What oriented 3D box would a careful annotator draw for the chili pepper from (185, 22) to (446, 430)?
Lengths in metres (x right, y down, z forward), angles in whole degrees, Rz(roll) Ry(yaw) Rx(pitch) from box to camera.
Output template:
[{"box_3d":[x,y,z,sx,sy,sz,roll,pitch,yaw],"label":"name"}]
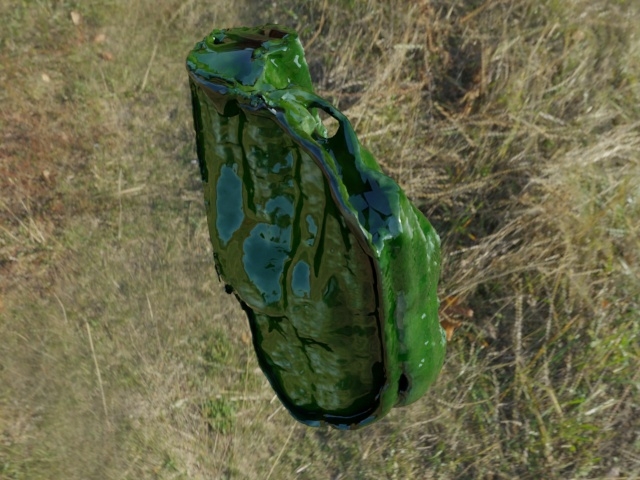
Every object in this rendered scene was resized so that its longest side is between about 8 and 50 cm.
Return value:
[{"box_3d":[0.009,-0.005,0.622,0.213,0.385,0.167,5,36,34],"label":"chili pepper"}]
